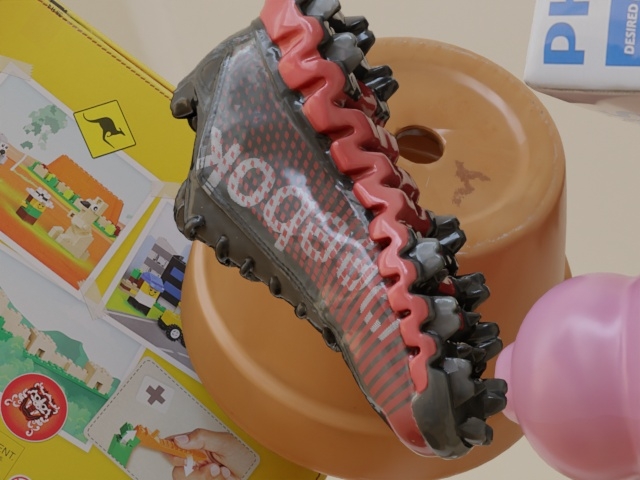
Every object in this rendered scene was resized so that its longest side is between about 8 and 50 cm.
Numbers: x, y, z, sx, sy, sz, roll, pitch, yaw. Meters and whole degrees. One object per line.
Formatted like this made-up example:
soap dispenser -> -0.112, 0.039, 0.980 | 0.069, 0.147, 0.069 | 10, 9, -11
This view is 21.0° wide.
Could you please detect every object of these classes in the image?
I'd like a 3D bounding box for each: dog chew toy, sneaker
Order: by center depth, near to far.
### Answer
sneaker -> 0.000, 0.000, 0.904 | 0.276, 0.135, 0.097 | 67, 14, 21
dog chew toy -> 0.266, 0.076, 1.007 | 0.331, 0.207, 0.207 | -5, -50, 22

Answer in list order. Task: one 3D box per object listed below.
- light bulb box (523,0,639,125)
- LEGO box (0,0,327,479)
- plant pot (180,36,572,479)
light bulb box -> 0.340, -0.229, 0.943 | 0.361, 0.358, 0.225 | 6, -4, 44
LEGO box -> -0.217, 0.055, 1.348 | 0.500, 0.372, 0.193 | 37, -29, -10
plant pot -> 0.052, -0.005, 1.214 | 0.291, 0.291, 0.203 | 36, -36, 19
